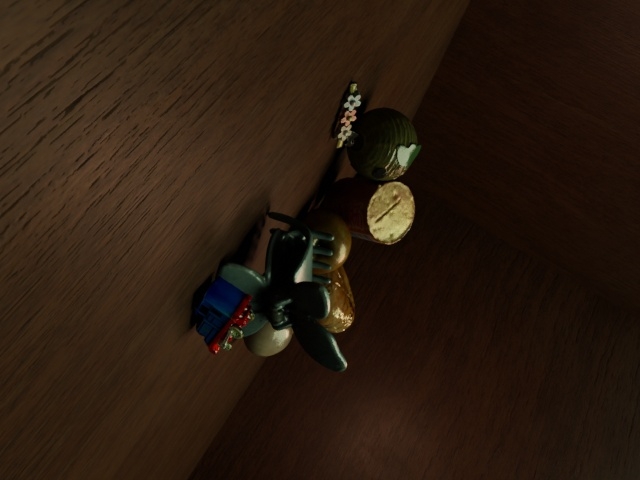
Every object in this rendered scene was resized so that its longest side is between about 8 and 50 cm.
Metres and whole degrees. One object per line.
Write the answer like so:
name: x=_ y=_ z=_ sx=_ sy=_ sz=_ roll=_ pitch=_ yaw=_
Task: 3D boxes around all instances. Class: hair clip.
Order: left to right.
hair clip: x=-0.087 y=0.119 z=1.205 sx=0.319 sy=0.391 sz=0.239 roll=91 pitch=16 yaw=-44
hair clip: x=0.072 y=-0.342 z=1.300 sx=0.062 sy=0.056 sz=0.214 roll=-18 pitch=154 yaw=-25

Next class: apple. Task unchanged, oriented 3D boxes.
apple: x=0.000 y=0.000 z=1.660 sx=0.237 sy=0.236 sz=0.207 roll=-61 pitch=-174 yaw=16

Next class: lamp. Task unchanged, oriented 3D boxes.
lamp: x=0.190 y=-0.325 z=1.559 sx=0.284 sy=0.250 sz=0.250 roll=0 pitch=129 yaw=-42

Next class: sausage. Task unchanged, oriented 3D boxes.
sausage: x=0.174 y=-0.116 z=1.727 sx=0.233 sy=0.233 sz=0.287 roll=-58 pitch=-148 yaw=-9

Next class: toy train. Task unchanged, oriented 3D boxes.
toy train: x=-0.236 y=0.182 z=1.092 sx=0.204 sy=0.131 sz=0.083 roll=-49 pitch=-172 yaw=47

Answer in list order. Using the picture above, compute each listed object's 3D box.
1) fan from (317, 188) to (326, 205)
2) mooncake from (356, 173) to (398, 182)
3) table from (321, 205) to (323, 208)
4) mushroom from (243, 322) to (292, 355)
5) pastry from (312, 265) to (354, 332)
fan: x=0.004 y=-0.164 z=1.820 sx=0.060 sy=0.003 sz=0.080 roll=-58 pitch=174 yaw=-17
mooncake: x=0.307 y=-0.223 z=2.493 sx=0.187 sy=0.323 sz=0.324 roll=-57 pitch=176 yaw=33
table: x=0.070 y=-0.114 z=1.944 sx=0.166 sy=0.166 sz=0.199 roll=-10 pitch=123 yaw=-82
mushroom: x=-0.218 y=0.346 z=1.829 sx=0.204 sy=0.204 sz=0.204 roll=-58 pitch=174 yaw=-10
pastry: x=0.014 y=0.257 z=2.251 sx=0.244 sy=0.410 sz=0.409 roll=-17 pitch=-175 yaw=14
